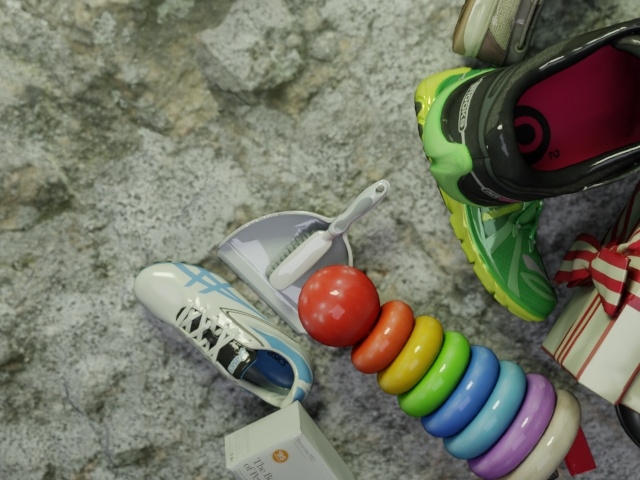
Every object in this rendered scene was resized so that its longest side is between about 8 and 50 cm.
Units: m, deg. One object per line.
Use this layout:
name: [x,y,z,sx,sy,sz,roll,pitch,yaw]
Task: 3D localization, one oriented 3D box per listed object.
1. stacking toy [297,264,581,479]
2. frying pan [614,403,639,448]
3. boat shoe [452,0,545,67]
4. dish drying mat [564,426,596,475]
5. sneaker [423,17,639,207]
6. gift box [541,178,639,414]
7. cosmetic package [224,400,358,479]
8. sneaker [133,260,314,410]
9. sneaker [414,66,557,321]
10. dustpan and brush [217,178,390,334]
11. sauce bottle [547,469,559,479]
stacking toy: [0.119,0.137,1.555,0.330,0.141,0.141,37,105,-7]
frying pan: [0.467,0.125,1.579,0.197,0.053,0.326,36,108,-6]
boat shoe: [0.227,-0.307,1.453,0.092,0.103,0.285,22,110,-7]
dish drying mat: [0.289,0.231,1.640,0.032,0.008,0.083,-21,103,9]
sneaker: [0.342,-0.148,1.397,0.483,0.202,0.185,-26,102,-10]
gift box: [0.383,0.061,1.436,0.258,0.255,0.276,30,88,-2]
cosmetic package: [-0.006,0.296,1.618,0.099,0.060,0.239,-29,121,10]
sneaker: [-0.108,0.104,1.600,0.237,0.086,0.085,35,107,-4]
sneaker: [0.197,-0.047,1.519,0.123,0.109,0.295,-21,103,13]
dustpan and brush: [0.000,0.000,1.573,0.211,0.060,0.147,-43,98,14]
sauce bottle: [0.214,0.290,1.647,0.128,0.042,0.042,-31,101,10]
